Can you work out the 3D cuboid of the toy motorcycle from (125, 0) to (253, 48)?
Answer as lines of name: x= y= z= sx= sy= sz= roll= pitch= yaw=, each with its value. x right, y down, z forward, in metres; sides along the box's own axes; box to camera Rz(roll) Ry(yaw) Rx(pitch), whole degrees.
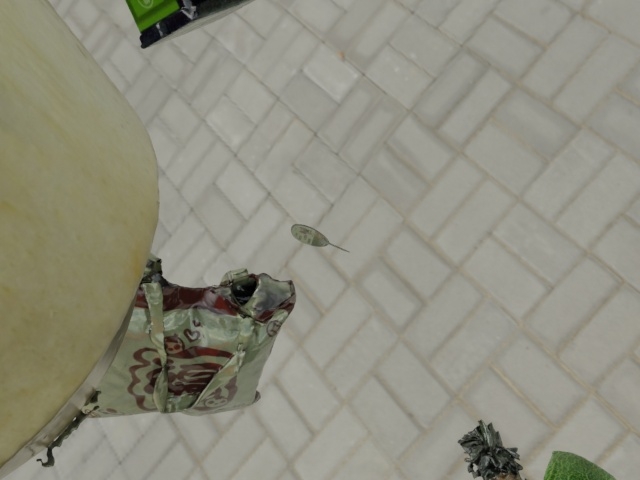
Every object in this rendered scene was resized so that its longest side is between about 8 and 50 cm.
toy motorcycle: x=-0.015 y=-0.124 z=0.253 sx=0.173 sy=0.058 sz=0.100 roll=-8 pitch=111 yaw=49

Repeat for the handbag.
handbag: x=-0.145 y=0.107 z=0.878 sx=0.127 sy=0.212 sz=0.235 roll=-100 pitch=21 yaw=-43

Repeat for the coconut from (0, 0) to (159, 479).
coconut: x=-0.243 y=-0.022 z=0.386 sx=0.323 sy=0.323 sz=0.323 roll=-14 pitch=65 yaw=31

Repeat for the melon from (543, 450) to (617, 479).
melon: x=0.392 y=0.459 z=1.245 sx=0.129 sy=0.169 sz=0.265 roll=-4 pitch=95 yaw=31

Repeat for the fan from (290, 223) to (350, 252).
fan: x=-0.006 y=-0.005 z=1.118 sx=0.080 sy=0.060 sz=0.003 roll=10 pitch=66 yaw=28

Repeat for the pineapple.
pineapple: x=0.204 y=0.273 z=0.982 sx=0.074 sy=0.074 sz=0.159 roll=-43 pitch=33 yaw=15
